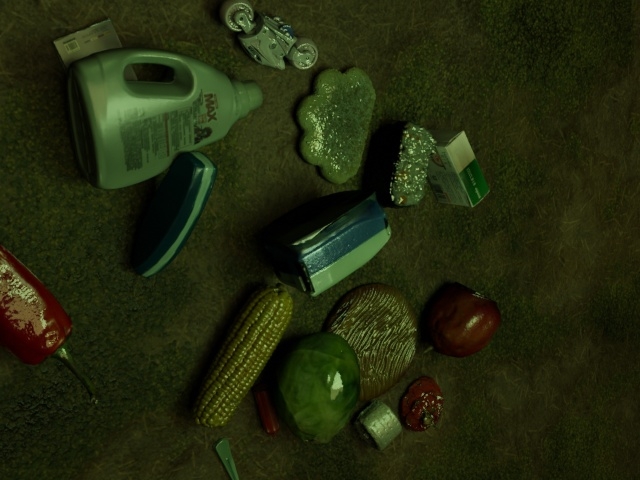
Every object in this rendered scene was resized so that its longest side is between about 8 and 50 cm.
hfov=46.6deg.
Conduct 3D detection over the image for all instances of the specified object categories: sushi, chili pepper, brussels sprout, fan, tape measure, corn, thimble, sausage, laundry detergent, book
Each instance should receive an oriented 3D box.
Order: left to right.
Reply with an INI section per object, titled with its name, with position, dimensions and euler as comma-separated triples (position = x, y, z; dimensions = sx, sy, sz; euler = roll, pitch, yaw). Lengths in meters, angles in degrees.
[chili pepper]
position = -0.542, 0.164, 1.406
dimensions = 0.338, 0.131, 0.135
euler = 51, 45, -26
[book]
position = -0.430, -0.329, 1.463
dimensions = 0.127, 0.014, 0.182
euler = -33, 115, -25
[laundry detergent]
position = -0.293, -0.270, 1.487
dimensions = 0.397, 0.124, 0.264
euler = -22, 125, -33
[fan]
position = -0.209, 0.556, 1.776
dimensions = 0.038, 0.016, 0.193
euler = -30, 114, -29
[corn]
position = -0.176, 0.257, 1.683
dimensions = 0.120, 0.120, 0.363
euler = 38, 77, -33
[sausage]
position = -0.126, 0.413, 1.789
dimensions = 0.048, 0.050, 0.146
euler = -56, 136, -65
[brussels sprout]
position = -0.008, 0.359, 1.762
dimensions = 0.210, 0.219, 0.272
euler = -1, 119, 5
[tape measure]
position = 0.002, 0.001, 1.671
dimensions = 0.259, 0.262, 0.138
euler = -31, 108, -26
[thimble]
position = 0.151, 0.490, 1.959
dimensions = 0.090, 0.102, 0.115
euler = -39, 110, -20
[sushi]
position = 0.193, -0.184, 1.851
dimensions = 0.136, 0.126, 0.225
euler = 21, 85, -35

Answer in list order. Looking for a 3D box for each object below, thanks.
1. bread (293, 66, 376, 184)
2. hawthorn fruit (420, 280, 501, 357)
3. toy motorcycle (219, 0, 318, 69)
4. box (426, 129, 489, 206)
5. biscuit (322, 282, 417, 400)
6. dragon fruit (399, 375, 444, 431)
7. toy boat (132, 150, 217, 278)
[bread]
position = 0.030, -0.281, 1.765
dimensions = 0.207, 0.056, 0.287
euler = 8, 93, -37
[hawthorn fruit]
position = 0.371, 0.229, 2.019
dimensions = 0.251, 0.189, 0.190
euler = -41, 119, -14
[toy motorcycle]
position = -0.116, -0.438, 1.619
dimensions = 0.254, 0.112, 0.113
euler = 21, 86, -37
[box]
position = 0.340, -0.190, 1.944
dimensions = 0.081, 0.135, 0.199
euler = -44, 121, -21
[biscuit]
position = 0.132, 0.268, 1.943
dimensions = 0.317, 0.040, 0.318
euler = -8, 104, -33
[dragon fruit]
position = 0.276, 0.455, 2.037
dimensions = 0.083, 0.106, 0.162
euler = 22, 89, -34
[toy boat]
position = -0.309, -0.044, 1.517
dimensions = 0.061, 0.096, 0.299
euler = -1, 126, -57
